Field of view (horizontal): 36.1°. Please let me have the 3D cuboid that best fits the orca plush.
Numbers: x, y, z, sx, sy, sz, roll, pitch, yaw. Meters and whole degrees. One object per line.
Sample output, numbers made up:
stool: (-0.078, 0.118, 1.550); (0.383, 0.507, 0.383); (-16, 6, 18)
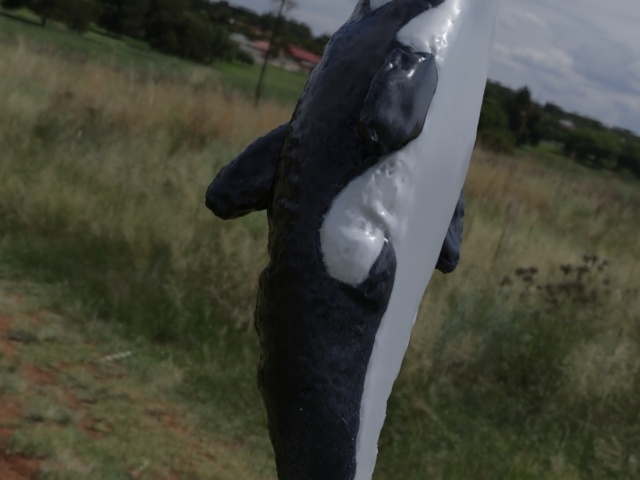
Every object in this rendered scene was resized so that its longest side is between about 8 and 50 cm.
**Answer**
orca plush: (0.000, 0.000, 0.448); (0.102, 0.287, 0.151); (11, 3, 22)
